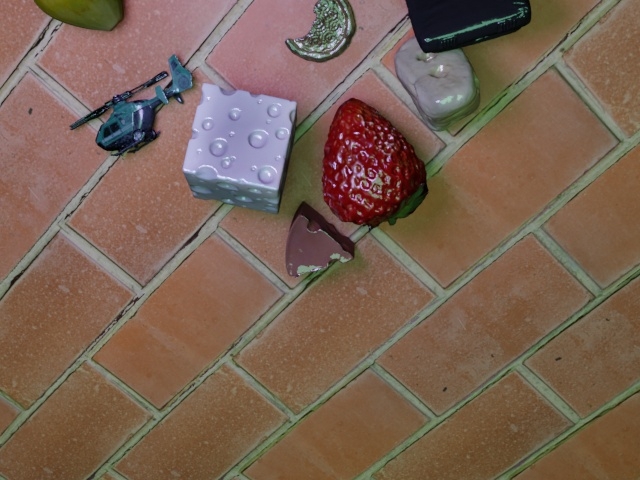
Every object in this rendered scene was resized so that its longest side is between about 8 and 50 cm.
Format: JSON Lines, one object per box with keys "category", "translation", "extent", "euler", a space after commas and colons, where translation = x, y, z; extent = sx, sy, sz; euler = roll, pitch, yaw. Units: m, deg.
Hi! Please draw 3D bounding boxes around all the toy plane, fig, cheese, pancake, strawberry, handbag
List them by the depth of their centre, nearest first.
{"category": "handbag", "translation": [0.350, -0.578, 1.553], "extent": [0.275, 0.244, 0.088], "euler": [-16, 155, 12]}
{"category": "fig", "translation": [-0.592, -0.633, 1.589], "extent": [0.229, 0.207, 0.207], "euler": [9, 117, -32]}
{"category": "cheese", "translation": [0.294, -0.412, 1.617], "extent": [0.173, 0.251, 0.248], "euler": [-32, 92, 15]}
{"category": "pancake", "translation": [0.000, -0.560, 1.673], "extent": [0.184, 0.020, 0.191], "euler": [5, 113, 2]}
{"category": "strawberry", "translation": [0.119, -0.182, 1.698], "extent": [0.310, 0.291, 0.292], "euler": [46, 110, 13]}
{"category": "toy plane", "translation": [-0.499, -0.347, 1.755], "extent": [0.381, 0.106, 0.155], "euler": [-27, 97, 19]}
{"category": "cheese", "translation": [-0.023, -0.015, 1.845], "extent": [0.202, 0.128, 0.177], "euler": [-16, 111, 12]}

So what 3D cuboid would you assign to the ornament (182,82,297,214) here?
{"category": "ornament", "translation": [-0.200, -0.229, 1.658], "extent": [0.239, 0.239, 0.240], "euler": [11, 77, -1]}
